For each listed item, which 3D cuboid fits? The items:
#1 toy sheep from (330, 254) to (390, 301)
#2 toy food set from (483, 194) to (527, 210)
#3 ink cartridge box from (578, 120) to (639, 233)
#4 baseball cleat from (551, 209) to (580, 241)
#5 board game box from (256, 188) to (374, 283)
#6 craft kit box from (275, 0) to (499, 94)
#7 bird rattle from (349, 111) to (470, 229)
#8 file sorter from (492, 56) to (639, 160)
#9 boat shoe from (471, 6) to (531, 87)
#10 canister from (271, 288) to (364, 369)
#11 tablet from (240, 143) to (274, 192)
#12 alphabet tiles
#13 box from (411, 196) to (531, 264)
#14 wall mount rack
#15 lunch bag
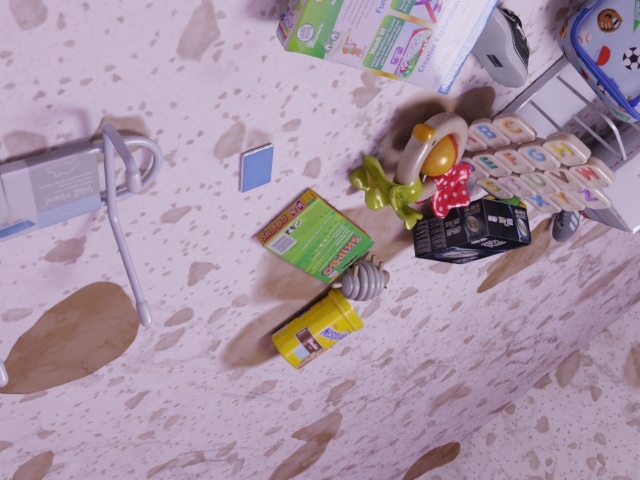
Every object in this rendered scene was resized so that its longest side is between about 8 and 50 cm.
[{"bbox_3d":[0.078,0.077,1.572,0.132,0.091,0.091,-4,138,-24],"label":"toy sheep"},{"bbox_3d":[0.370,-0.035,1.734,0.218,0.071,0.128,-21,147,-26],"label":"toy food set"},{"bbox_3d":[0.646,-0.144,1.675,0.226,0.131,0.306,-39,-173,6],"label":"ink cartridge box"},{"bbox_3d":[0.590,-0.078,1.934,0.109,0.072,0.206,-2,133,-26],"label":"baseball cleat"},{"bbox_3d":[0.000,0.000,1.424,0.124,0.039,0.259,-41,148,9],"label":"board game box"},{"bbox_3d":[0.104,-0.318,0.972,0.246,0.061,0.250,8,126,-31],"label":"craft kit box"},{"bbox_3d":[0.192,-0.119,1.365,0.253,0.143,0.207,-12,136,-40],"label":"bird rattle"},{"bbox_3d":[0.501,-0.228,1.500,0.277,0.173,0.193,-42,150,9],"label":"file sorter"},{"bbox_3d":[0.271,-0.318,1.237,0.219,0.078,0.070,37,70,-56],"label":"boat shoe"},{"bbox_3d":[-0.006,0.183,1.640,0.170,0.073,0.126,-35,150,0],"label":"canister"},{"bbox_3d":[-0.095,-0.107,1.197,0.054,0.006,0.083,-23,149,-24],"label":"tablet"},{"bbox_3d":[0.366,-0.125,1.412,0.278,0.284,0.021,36,71,-26],"label":"alphabet tiles"},{"bbox_3d":[0.295,-0.014,1.577,0.147,0.077,0.180,9,159,-42],"label":"box"},{"bbox_3d":[-0.334,0.015,0.988,0.350,0.130,0.304,-21,147,-25],"label":"wall mount rack"},{"bbox_3d":[0.568,-0.351,1.315,0.303,0.243,0.115,-42,-177,5],"label":"lunch bag"}]
